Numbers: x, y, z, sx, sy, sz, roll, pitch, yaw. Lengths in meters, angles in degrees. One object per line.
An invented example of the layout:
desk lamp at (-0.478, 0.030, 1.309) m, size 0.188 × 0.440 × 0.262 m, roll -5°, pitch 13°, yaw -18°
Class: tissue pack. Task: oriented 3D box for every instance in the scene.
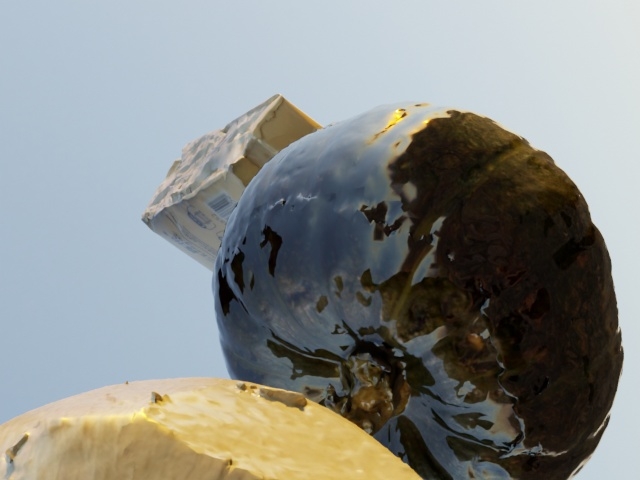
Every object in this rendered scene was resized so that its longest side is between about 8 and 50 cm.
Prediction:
tissue pack at (0.000, 0.000, 0.968) m, size 0.222 × 0.186 × 0.090 m, roll 33°, pitch -113°, yaw -17°

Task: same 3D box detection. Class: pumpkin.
pumpkin at (0.045, 0.045, 0.708) m, size 0.159 × 0.238 × 0.238 m, roll -32°, pitch -74°, yaw -51°

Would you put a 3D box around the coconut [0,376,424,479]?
coconut at (-0.052, 0.165, 0.462) m, size 0.247 × 0.245 × 0.245 m, roll 123°, pitch 134°, yaw -85°
